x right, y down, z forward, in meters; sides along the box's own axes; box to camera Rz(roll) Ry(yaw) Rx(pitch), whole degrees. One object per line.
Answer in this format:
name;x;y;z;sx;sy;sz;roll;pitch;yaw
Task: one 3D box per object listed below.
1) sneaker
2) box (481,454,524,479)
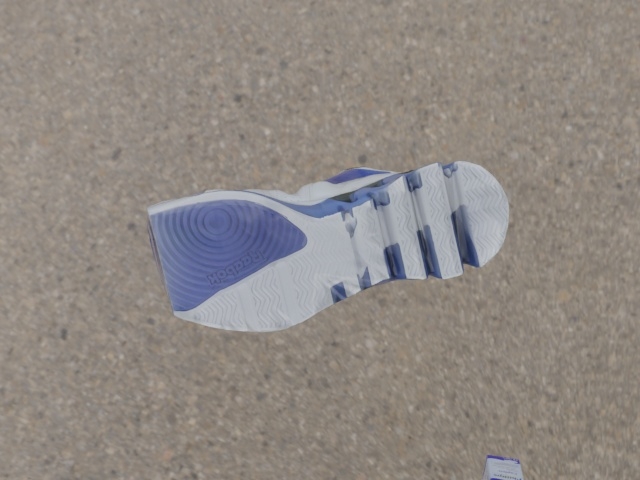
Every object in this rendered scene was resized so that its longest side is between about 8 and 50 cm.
sneaker;0.001;0.000;0.845;0.316;0.182;0.127;-9;94;-8
box;0.371;0.532;1.839;0.072;0.137;0.126;9;101;5
